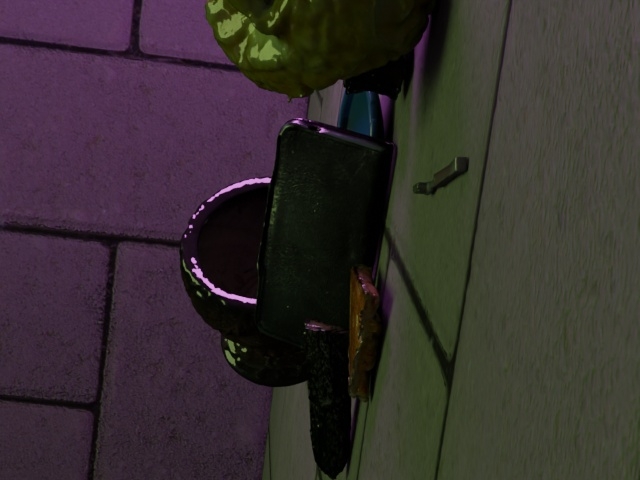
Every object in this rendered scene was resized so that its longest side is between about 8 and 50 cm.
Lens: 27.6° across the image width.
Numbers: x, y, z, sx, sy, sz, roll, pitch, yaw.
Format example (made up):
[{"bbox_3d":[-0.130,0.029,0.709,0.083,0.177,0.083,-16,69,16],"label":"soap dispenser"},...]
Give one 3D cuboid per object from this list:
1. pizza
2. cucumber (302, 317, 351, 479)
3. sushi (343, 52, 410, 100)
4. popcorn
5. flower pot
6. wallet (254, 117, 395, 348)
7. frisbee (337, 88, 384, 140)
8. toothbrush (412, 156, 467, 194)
[{"bbox_3d":[0.058,0.088,1.632,0.176,0.036,0.184,101,171,-56],"label":"pizza"},{"bbox_3d":[0.013,0.213,1.770,0.067,0.067,0.245,-93,1,-63],"label":"cucumber"},{"bbox_3d":[0.071,-0.232,1.644,0.094,0.084,0.098,96,-178,-47],"label":"sushi"},{"bbox_3d":[-0.004,-0.295,1.483,0.247,0.282,0.282,57,-178,-9],"label":"popcorn"},{"bbox_3d":[-0.071,0.079,2.020,0.267,0.267,0.266,84,-173,-53],"label":"flower pot"},{"bbox_3d":[0.000,0.000,1.757,0.045,0.173,0.317,-34,-44,-59],"label":"wallet"},{"bbox_3d":[0.061,-0.120,1.834,0.242,0.045,0.242,-178,90,-79],"label":"frisbee"},{"bbox_3d":[0.116,-0.061,1.269,0.194,0.017,0.014,149,122,-81],"label":"toothbrush"}]
